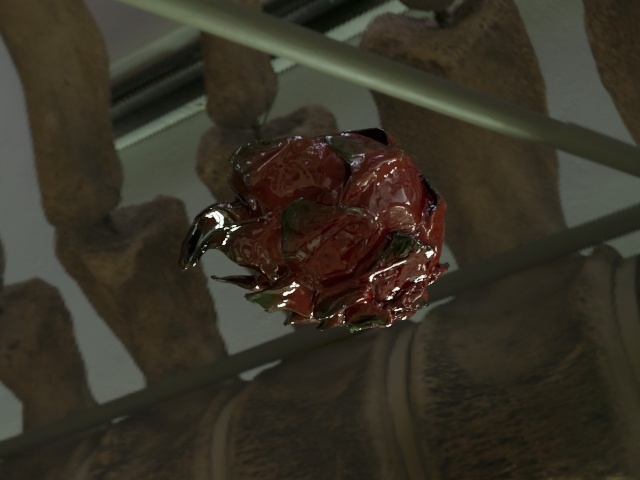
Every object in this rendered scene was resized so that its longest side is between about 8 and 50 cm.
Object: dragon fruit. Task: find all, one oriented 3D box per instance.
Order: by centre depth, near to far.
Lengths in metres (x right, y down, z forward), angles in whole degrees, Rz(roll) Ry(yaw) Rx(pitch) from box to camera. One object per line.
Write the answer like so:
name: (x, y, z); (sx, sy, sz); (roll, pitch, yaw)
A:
dragon fruit: (0.004, -0.005, 0.562); (0.142, 0.130, 0.121); (20, -114, 8)
